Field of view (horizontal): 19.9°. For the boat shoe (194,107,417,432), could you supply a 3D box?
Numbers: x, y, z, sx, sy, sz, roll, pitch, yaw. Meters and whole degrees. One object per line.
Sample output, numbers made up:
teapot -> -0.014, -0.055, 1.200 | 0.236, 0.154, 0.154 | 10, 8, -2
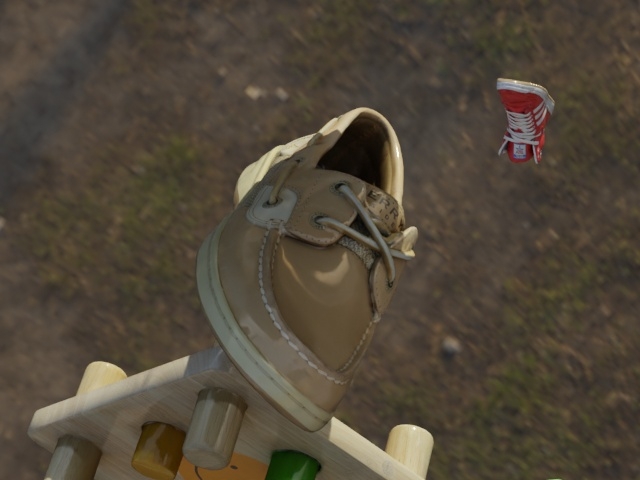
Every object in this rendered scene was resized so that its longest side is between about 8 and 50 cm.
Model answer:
boat shoe -> 0.000, 0.000, 1.213 | 0.110, 0.121, 0.341 | -38, 20, 19

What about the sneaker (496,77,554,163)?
sneaker -> 0.182, -0.107, 1.661 | 0.042, 0.118, 0.067 | 15, 87, 24

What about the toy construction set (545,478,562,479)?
toy construction set -> 0.175, 0.255, 0.594 | 0.237, 0.257, 0.308 | -11, 56, 16

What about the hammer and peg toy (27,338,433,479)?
hammer and peg toy -> -0.032, 0.212, 1.462 | 0.266, 0.361, 0.127 | -21, 42, 44
